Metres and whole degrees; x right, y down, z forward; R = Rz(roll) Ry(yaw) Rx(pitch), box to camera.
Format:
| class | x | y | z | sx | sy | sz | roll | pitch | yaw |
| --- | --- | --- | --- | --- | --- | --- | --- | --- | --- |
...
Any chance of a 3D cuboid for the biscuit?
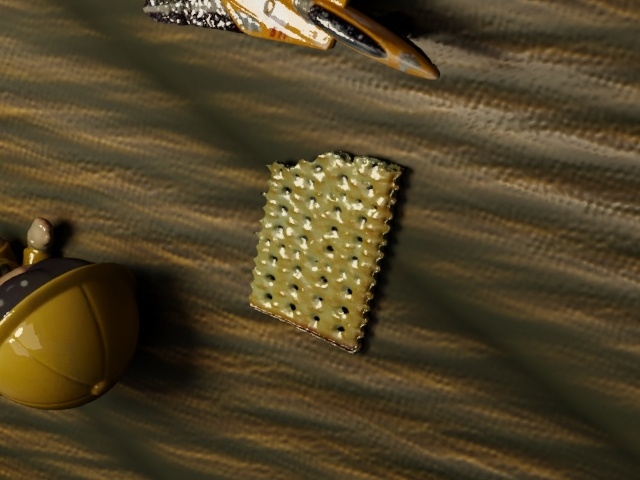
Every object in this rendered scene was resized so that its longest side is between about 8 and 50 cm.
| class | x | y | z | sx | sy | sz | roll | pitch | yaw |
| --- | --- | --- | --- | --- | --- | --- | --- | --- | --- |
| biscuit | -0.001 | 0.000 | 1.577 | 0.144 | 0.016 | 0.203 | 22 | 118 | 24 |

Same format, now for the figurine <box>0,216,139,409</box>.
| class | x | y | z | sx | sy | sz | roll | pitch | yaw |
| --- | --- | --- | --- | --- | --- | --- | --- | --- | --- |
| figurine | -0.296 | 0.077 | 1.701 | 0.257 | 0.192 | 0.167 | 27 | 149 | 48 |

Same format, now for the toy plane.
| class | x | y | z | sx | sy | sz | roll | pitch | yaw |
| --- | --- | --- | --- | --- | --- | --- | --- | --- | --- |
| toy plane | -0.018 | -0.228 | 1.466 | 0.316 | 0.103 | 0.204 | 29 | 122 | 13 |
